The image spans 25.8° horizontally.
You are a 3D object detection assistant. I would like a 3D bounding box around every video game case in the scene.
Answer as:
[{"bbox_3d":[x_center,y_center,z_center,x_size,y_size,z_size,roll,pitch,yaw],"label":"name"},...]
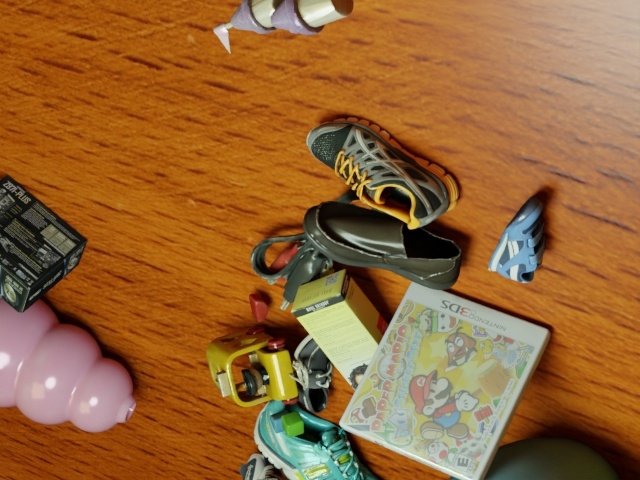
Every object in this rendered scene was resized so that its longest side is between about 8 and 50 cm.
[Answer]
[{"bbox_3d":[0.163,0.183,1.839,0.206,0.227,0.026,20,162,26],"label":"video game case"}]

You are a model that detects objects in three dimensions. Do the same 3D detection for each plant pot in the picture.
[{"bbox_3d":[0.308,0.380,1.895,0.290,0.195,0.290,22,135,25],"label":"plant pot"}]

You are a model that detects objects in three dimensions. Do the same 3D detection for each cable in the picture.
[{"bbox_3d":[0.000,0.000,1.959,0.139,0.072,0.287,44,128,12],"label":"cable"}]

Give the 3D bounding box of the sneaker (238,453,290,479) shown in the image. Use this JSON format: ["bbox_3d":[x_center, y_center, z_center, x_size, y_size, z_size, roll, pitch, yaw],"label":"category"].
[{"bbox_3d":[-0.096,0.404,2.277,0.153,0.235,0.094,30,95,32],"label":"sneaker"}]

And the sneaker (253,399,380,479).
[{"bbox_3d":[0.014,0.348,2.189,0.275,0.107,0.110,36,129,9],"label":"sneaker"}]

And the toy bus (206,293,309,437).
[{"bbox_3d":[-0.104,0.198,2.095,0.202,0.104,0.191,96,151,-52],"label":"toy bus"}]

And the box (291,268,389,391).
[{"bbox_3d":[0.060,0.150,1.965,0.087,0.058,0.232,-23,119,30],"label":"box"}]

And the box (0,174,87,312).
[{"bbox_3d":[-0.500,0.005,2.284,0.180,0.147,0.077,38,139,6],"label":"box"}]

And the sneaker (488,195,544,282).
[{"bbox_3d":[0.256,0.000,1.733,0.059,0.053,0.144,34,147,13],"label":"sneaker"}]

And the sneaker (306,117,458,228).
[{"bbox_3d":[0.069,-0.086,1.790,0.215,0.083,0.084,27,138,21],"label":"sneaker"}]

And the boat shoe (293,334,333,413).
[{"bbox_3d":[0.002,0.190,2.073,0.065,0.075,0.206,52,151,21],"label":"boat shoe"}]

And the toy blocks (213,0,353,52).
[{"bbox_3d":[-0.082,-0.354,1.514,0.260,0.309,0.289,-13,114,38],"label":"toy blocks"}]

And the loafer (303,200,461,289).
[{"bbox_3d":[0.087,-0.008,1.809,0.220,0.080,0.078,17,145,-9],"label":"loafer"}]

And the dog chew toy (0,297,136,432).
[{"bbox_3d":[-0.471,0.223,2.412,0.331,0.206,0.207,26,137,10],"label":"dog chew toy"}]
